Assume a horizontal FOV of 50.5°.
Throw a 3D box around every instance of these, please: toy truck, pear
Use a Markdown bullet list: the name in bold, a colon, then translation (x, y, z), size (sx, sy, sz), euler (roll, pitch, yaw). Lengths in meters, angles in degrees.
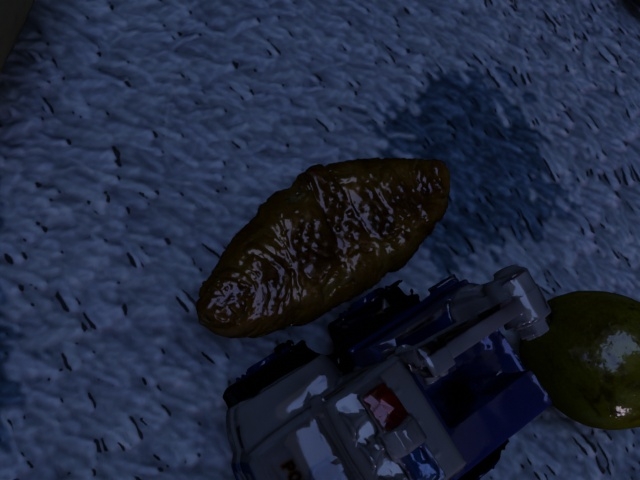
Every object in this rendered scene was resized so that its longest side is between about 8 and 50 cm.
- **toy truck**: translation (0.050, 0.113, 0.447), size (0.213, 0.177, 0.161), euler (-30, 83, -22)
- **pear**: translation (0.223, 0.093, 0.537), size (0.131, 0.107, 0.107), euler (32, 67, -11)

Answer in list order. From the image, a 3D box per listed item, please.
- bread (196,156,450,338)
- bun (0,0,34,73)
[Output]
- **bread**: translation (0.000, 0.000, 0.525), size (0.233, 0.076, 0.105), euler (-31, 88, -24)
- **bun**: translation (-0.355, -0.205, 0.423), size (0.361, 0.213, 0.361), euler (22, 54, -34)
